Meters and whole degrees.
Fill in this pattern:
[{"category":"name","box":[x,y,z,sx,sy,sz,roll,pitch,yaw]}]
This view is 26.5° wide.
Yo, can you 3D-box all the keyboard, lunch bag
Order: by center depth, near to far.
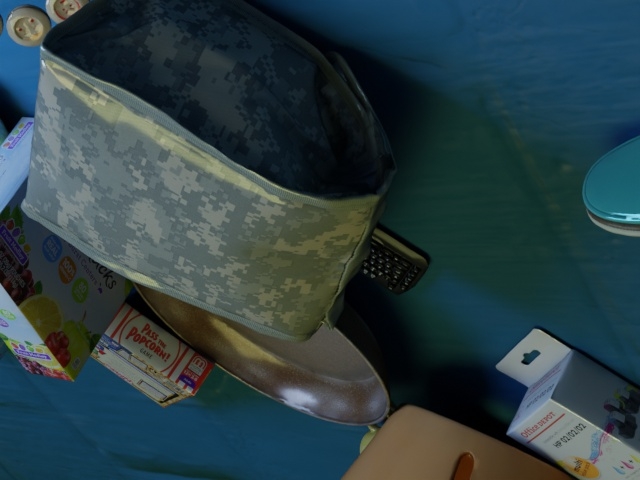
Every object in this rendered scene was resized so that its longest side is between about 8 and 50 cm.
[{"category":"lunch bag","box":[-0.079,-0.060,1.103,0.287,0.169,0.235,32,145,6]},{"category":"keyboard","box":[0.000,0.000,1.249,0.192,0.038,0.100,32,149,1]}]

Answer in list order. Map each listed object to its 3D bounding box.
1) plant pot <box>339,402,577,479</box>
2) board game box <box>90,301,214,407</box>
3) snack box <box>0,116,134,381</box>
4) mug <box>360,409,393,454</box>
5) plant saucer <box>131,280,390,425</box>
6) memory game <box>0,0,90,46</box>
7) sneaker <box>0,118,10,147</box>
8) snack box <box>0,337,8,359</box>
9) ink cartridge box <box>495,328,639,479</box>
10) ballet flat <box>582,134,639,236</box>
[{"category":"plant pot","box":[0.126,0.290,1.334,0.290,0.203,0.291,24,172,4]},{"category":"board game box","box":[-0.212,0.129,1.570,0.146,0.045,0.193,36,162,-8]},{"category":"snack box","box":[-0.274,0.009,1.368,0.070,0.174,0.207,7,141,29]},{"category":"mug","box":[0.080,0.221,1.475,0.078,0.062,0.064,34,142,-16]},{"category":"plant saucer","box":[-0.057,0.079,1.373,0.310,0.050,0.311,26,155,13]},{"category":"memory game","box":[-0.253,-0.231,1.070,0.186,0.012,0.186,-3,129,-4]},{"category":"sneaker","box":[-0.414,-0.091,1.425,0.256,0.094,0.151,3,138,39]},{"category":"snack box","box":[-0.501,0.049,1.686,0.187,0.060,0.322,26,160,11]},{"category":"ink cartridge box","box":[0.244,0.167,1.247,0.181,0.062,0.104,32,149,1]},{"category":"ballet flat","box":[0.287,-0.045,0.901,0.086,0.086,0.248,44,146,-20]}]
